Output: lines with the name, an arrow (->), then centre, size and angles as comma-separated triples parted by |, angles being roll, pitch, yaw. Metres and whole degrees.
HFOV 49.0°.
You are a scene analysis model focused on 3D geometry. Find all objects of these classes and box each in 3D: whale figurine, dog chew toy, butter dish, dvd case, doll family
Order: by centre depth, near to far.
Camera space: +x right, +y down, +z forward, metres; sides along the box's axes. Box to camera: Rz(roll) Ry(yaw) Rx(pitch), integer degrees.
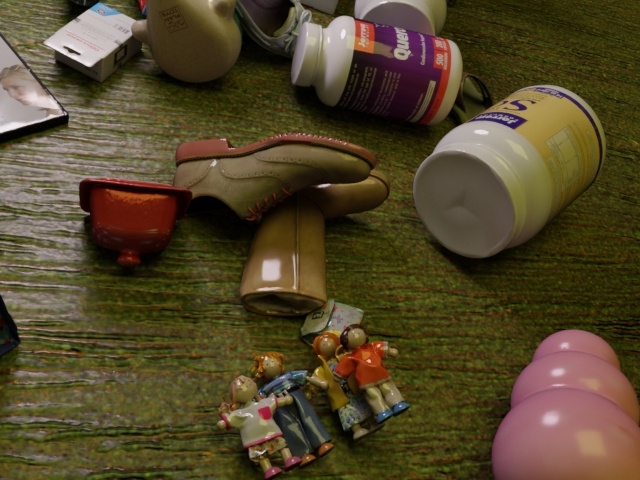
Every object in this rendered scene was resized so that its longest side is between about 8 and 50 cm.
doll family -> -0.016, 0.215, 0.973 | 0.263, 0.118, 0.163 | -23, 67, -14
dog chew toy -> 0.362, 0.256, 1.012 | 0.207, 0.206, 0.332 | 27, 39, 2
butter dish -> -0.281, -0.018, 1.049 | 0.160, 0.160, 0.118 | 6, 73, -16
dvd case -> -0.579, -0.265, 1.209 | 0.180, 0.022, 0.253 | -28, 65, -36
whale figurine -> -0.255, -0.434, 1.318 | 0.216, 0.272, 0.141 | -14, 41, 18

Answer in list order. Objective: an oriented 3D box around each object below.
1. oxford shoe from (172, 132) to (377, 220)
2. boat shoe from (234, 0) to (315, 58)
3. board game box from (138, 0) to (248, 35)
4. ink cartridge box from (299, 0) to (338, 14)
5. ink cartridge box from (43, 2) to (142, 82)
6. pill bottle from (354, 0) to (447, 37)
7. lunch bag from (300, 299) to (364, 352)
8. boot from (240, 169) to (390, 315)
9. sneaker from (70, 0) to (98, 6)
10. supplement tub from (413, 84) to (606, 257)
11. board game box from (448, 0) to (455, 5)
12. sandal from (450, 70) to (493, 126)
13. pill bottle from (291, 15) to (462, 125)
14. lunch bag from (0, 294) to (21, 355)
oxford shoe -> -0.079, -0.089, 1.122 | 0.348, 0.123, 0.130 | -2, 71, 24
boat shoe -> -0.104, -0.460, 1.411 | 0.320, 0.118, 0.103 | 32, 7, -47
board game box -> -0.260, -0.586, 1.497 | 0.308, 0.086, 0.301 | -2, 57, -39
ink cartridge box -> -0.001, -0.628, 1.708 | 0.109, 0.063, 0.150 | 17, 48, -6
ink cartridge box -> -0.428, -0.368, 1.328 | 0.104, 0.060, 0.180 | 28, 47, 3
pill bottle -> 0.191, -0.565, 1.627 | 0.210, 0.210, 0.362 | 18, 47, -6
lunch bag -> 0.017, 0.131, 1.077 | 0.083, 0.053, 0.071 | 17, 45, 11
boot -> 0.000, 0.000, 1.150 | 0.236, 0.089, 0.269 | -2, 48, 5
sneaker -> -0.513, -0.575, 1.461 | 0.122, 0.110, 0.283 | 5, 42, -1
supplement tub -> 0.349, -0.129, 1.295 | 0.241, 0.241, 0.331 | 43, 49, 17
board game box -> 0.285, -0.783, 1.794 | 0.232, 0.291, 0.141 | 6, 49, -15
sandal -> 0.333, -0.316, 1.552 | 0.120, 0.086, 0.302 | -11, 56, -28
pill bottle -> 0.112, -0.349, 1.432 | 0.323, 0.181, 0.181 | 9, 49, -14
lunch bag -> -0.484, 0.023, 0.815 | 0.221, 0.293, 0.138 | 33, 47, 9
